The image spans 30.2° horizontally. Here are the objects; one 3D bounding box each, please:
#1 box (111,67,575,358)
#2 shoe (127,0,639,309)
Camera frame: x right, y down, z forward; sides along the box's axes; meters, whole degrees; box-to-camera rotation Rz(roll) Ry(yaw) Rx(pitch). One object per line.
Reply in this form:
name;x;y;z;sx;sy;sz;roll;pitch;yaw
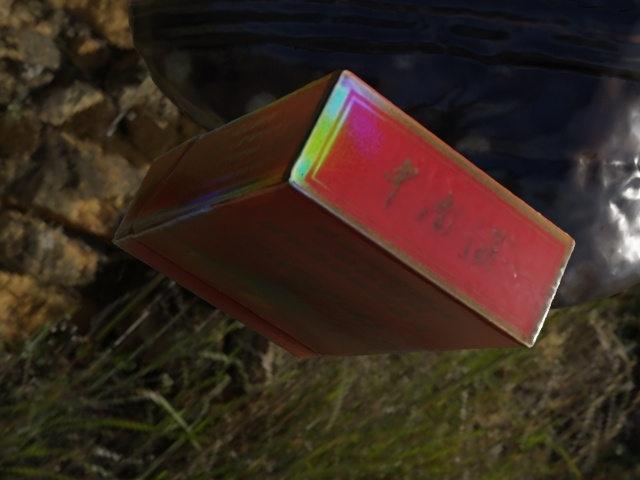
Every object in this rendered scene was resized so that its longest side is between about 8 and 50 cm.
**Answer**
box;0.000;-0.001;0.467;0.112;0.175;0.048;34;69;-22
shoe;0.055;-0.072;0.823;0.383;0.237;0.171;6;17;10
